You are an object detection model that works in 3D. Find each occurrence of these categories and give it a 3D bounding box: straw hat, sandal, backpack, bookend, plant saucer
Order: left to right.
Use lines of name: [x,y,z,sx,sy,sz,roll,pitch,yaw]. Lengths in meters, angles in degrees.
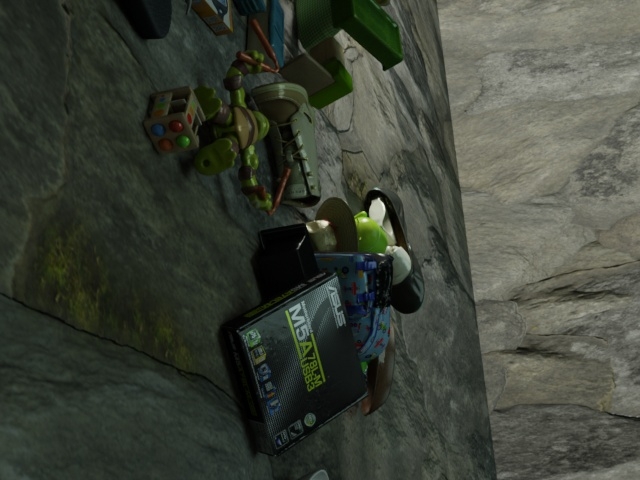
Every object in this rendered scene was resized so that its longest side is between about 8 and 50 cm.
sandal: [-0.231,-0.325,1.385,0.254,0.055,0.097,76,19,-53]
bookend: [-0.049,0.079,1.722,0.157,0.072,0.156,-65,142,-65]
straw hat: [0.000,0.000,1.971,0.061,0.144,0.144,-2,79,-32]
backpack: [0.029,0.104,1.864,0.117,0.158,0.173,-4,95,-67]
plant saucer: [0.101,0.207,2.111,0.198,0.036,0.198,-175,-90,-83]

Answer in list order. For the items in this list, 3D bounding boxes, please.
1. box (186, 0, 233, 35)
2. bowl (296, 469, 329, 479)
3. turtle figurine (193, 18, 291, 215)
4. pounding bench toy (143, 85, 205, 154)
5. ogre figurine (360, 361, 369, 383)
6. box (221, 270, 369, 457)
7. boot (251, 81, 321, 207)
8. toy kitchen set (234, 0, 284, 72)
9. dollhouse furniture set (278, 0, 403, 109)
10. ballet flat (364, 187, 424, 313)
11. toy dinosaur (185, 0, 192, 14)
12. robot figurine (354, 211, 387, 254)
box: [-0.159,-0.351,1.691,0.136,0.028,0.081,44,38,-68]
bowl: [-0.018,0.394,1.668,0.142,0.053,0.142,-11,91,-74]
turtle figurine: [-0.117,-0.160,1.602,0.217,0.087,0.269,-20,108,-72]
pounding bench toy: [-0.170,-0.130,1.455,0.065,0.052,0.083,-84,159,-46]
ogre figurine: [0.050,0.140,2.031,0.118,0.097,0.197,90,13,-65]
box: [-0.030,0.162,1.618,0.184,0.045,0.190,-26,110,-35]
boot: [-0.048,-0.145,1.877,0.213,0.077,0.165,42,42,-71]
toy kitchen set: [-0.052,-0.378,1.834,0.207,0.166,0.122,60,25,-52]
dollhouse furniture set: [0.010,-0.411,2.096,0.151,0.198,0.301,34,40,-43]
ballet flat: [0.135,0.014,2.441,0.096,0.095,0.280,38,33,-55]
toy dinosaur: [-0.192,-0.444,1.458,0.313,0.121,0.160,68,5,-50]
robot figurine: [0.088,-0.004,2.297,0.115,0.067,0.101,46,30,-64]
